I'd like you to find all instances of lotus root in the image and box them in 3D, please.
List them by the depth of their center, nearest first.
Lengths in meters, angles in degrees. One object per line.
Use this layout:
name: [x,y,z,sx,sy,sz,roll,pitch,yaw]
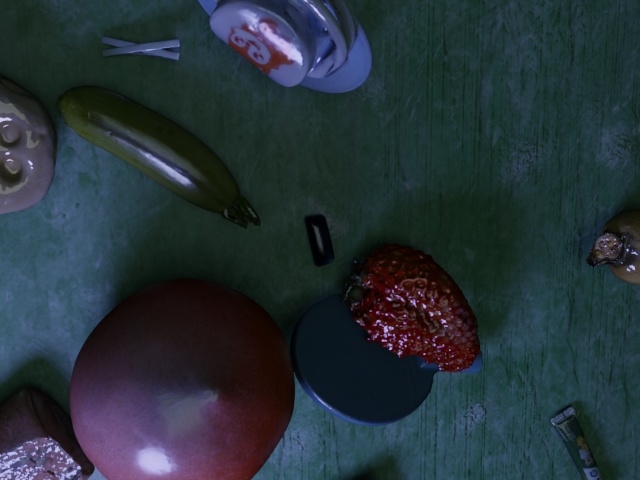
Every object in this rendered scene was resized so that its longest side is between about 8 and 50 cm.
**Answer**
lotus root: [0.535,0.011,1.372,0.221,0.125,0.118,2,126,-17]

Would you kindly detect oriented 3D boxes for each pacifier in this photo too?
pacifier: [-0.032,-0.349,1.157,0.299,0.244,0.233,36,61,-17]

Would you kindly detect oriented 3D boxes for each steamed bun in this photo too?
steamed bun: [-0.434,0.322,1.233,0.145,0.106,0.175,-37,108,-3]

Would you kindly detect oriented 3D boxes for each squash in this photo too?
squash: [-0.221,-0.125,1.206,0.341,0.094,0.094,32,92,-13]

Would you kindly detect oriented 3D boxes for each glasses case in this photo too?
glasses case: [0.000,0.000,1.307,0.034,0.023,0.083,-14,104,-7]

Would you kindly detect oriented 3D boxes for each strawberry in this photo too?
strawberry: [0.158,0.092,1.283,0.236,0.106,0.175,17,63,-11]

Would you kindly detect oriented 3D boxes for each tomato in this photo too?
tomato: [-0.189,0.210,1.157,0.322,0.321,0.321,-2,101,-11]

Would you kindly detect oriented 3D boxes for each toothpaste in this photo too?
toothpaste: [0.468,0.388,1.475,0.049,0.031,0.204,-30,103,-7]

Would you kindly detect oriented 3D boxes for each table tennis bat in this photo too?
table tennis bat: [0.107,0.184,1.302,0.329,0.044,0.215,4,59,-24]

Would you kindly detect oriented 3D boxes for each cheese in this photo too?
cheese: [-0.478,-0.134,1.134,0.218,0.117,0.235,-37,107,-2]

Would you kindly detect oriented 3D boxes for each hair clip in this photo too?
hair clip: [-0.258,-0.277,1.203,0.115,0.039,0.030,3,91,-1]

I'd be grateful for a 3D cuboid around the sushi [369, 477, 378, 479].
sushi: [0.027,0.514,1.395,0.215,0.050,0.192,-27,108,-11]
